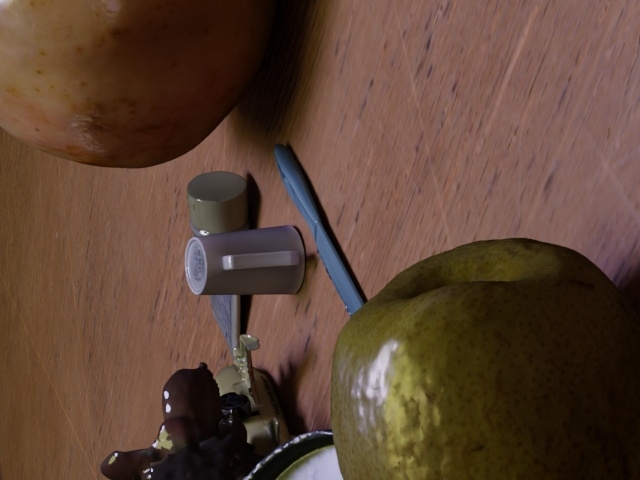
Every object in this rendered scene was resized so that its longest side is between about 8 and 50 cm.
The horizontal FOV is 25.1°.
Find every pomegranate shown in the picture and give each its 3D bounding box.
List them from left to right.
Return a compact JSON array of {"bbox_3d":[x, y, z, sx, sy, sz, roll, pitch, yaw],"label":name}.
[{"bbox_3d":[-0.245,-0.273,1.532,0.411,0.412,0.411,179,90,-70],"label":"pomegranate"}]

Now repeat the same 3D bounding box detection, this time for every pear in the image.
[{"bbox_3d":[0.112,0.114,0.874,0.188,0.228,0.211,-10,102,32],"label":"pear"}]

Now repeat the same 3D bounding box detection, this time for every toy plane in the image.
[{"bbox_3d":[-0.075,0.190,1.546,0.244,0.092,0.229,-142,40,-61],"label":"toy plane"}]

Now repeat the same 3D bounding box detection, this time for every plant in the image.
[{"bbox_3d":[-0.120,0.277,1.404,0.234,0.178,0.204,48,144,46],"label":"plant"}]

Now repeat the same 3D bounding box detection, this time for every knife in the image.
[{"bbox_3d":[0.000,0.000,1.436,0.313,0.019,0.044,-117,25,-48],"label":"knife"}]

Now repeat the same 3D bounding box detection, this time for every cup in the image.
[{"bbox_3d":[-0.071,0.022,1.496,0.104,0.116,0.074,-4,89,62],"label":"cup"}]

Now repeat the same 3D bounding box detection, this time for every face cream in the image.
[{"bbox_3d":[-0.115,0.030,1.704,0.114,0.070,0.224,-121,23,-54],"label":"face cream"}]

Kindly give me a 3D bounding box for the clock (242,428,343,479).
[{"bbox_3d":[0.019,0.303,1.168,0.313,0.061,0.312,-15,69,45],"label":"clock"}]
